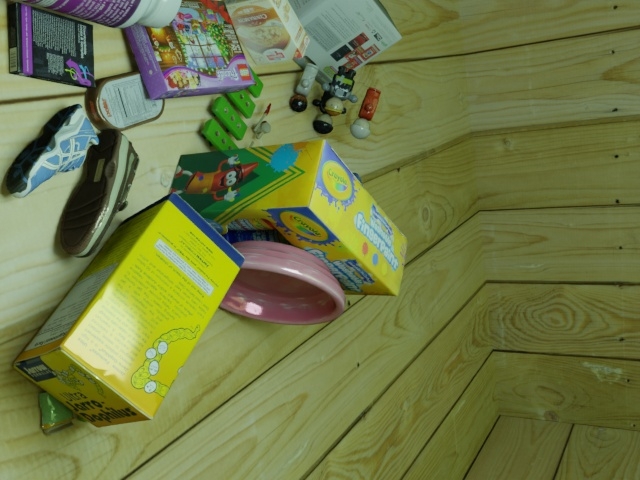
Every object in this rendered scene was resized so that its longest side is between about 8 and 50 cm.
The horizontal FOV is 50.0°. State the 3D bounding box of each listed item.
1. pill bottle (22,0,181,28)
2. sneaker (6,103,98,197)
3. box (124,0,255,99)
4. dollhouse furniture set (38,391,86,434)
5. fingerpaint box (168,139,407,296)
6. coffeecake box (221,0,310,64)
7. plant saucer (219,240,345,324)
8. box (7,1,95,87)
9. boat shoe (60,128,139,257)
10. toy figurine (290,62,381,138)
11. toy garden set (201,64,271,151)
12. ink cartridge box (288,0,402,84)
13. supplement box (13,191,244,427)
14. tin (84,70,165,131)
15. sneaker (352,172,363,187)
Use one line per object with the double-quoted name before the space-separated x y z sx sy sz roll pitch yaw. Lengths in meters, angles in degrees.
"pill bottle" -0.389 -0.459 1.166 0.301 0.169 0.169 2 87 -51
"sneaker" -0.450 -0.143 1.173 0.081 0.080 0.211 59 43 -36
"box" -0.275 -0.409 1.452 0.293 0.057 0.201 -26 97 -56
"dollhouse furniture set" -0.421 0.292 1.228 0.152 0.058 0.076 -11 98 -59
"fingerpaint box" -0.061 -0.026 1.545 0.445 0.371 0.163 44 52 -51
"coffeecake box" -0.133 -0.523 1.660 0.185 0.142 0.068 53 47 -45
"plant saucer" -0.106 0.091 1.504 0.332 0.332 0.084 46 47 -49
"box" -0.467 -0.336 1.202 0.162 0.029 0.116 -3 92 -58
"boat shoe" -0.390 -0.076 1.263 0.095 0.095 0.257 51 47 -54
"toy figurine" 0.037 -0.378 1.886 0.209 0.213 0.148 23 85 -54
"toy garden set" -0.193 -0.284 1.649 0.204 0.049 0.244 49 48 -45
"ink cartridge box" 0.033 -0.601 1.912 0.309 0.272 0.130 28 35 -56
"supplement box" -0.326 0.122 1.216 0.195 0.194 0.356 46 48 -23
"tin" -0.378 -0.274 1.345 0.190 0.040 0.106 -38 117 -53
"sneaker" -0.003 -0.170 1.864 0.330 0.130 0.147 -10 92 -49
